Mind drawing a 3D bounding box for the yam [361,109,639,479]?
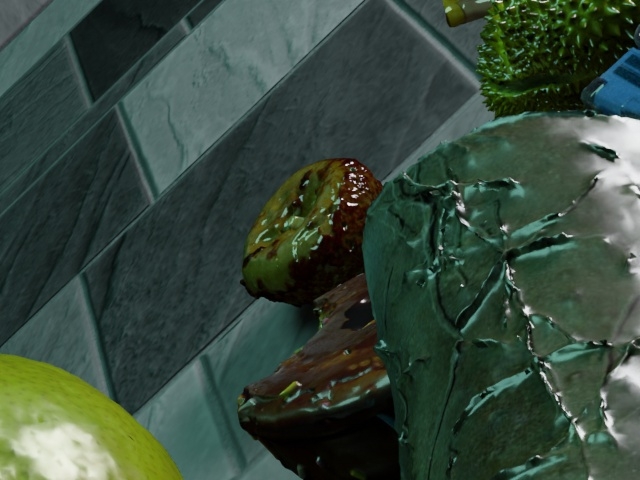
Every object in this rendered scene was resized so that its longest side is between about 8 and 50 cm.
[{"bbox_3d":[0.147,0.102,0.971,0.241,0.241,0.348,-36,30,21],"label":"yam"}]

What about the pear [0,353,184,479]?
[{"bbox_3d":[-0.239,0.269,1.201,0.391,0.391,0.391,-36,25,20],"label":"pear"}]

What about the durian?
[{"bbox_3d":[0.203,-0.153,1.371,0.198,0.159,0.146,-41,29,10],"label":"durian"}]

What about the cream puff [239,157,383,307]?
[{"bbox_3d":[0.000,0.000,1.555,0.149,0.084,0.149,-41,22,21],"label":"cream puff"}]

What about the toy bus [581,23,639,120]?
[{"bbox_3d":[0.303,-0.126,1.221,0.234,0.116,0.133,-43,27,0],"label":"toy bus"}]

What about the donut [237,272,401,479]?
[{"bbox_3d":[0.063,0.084,1.269,0.216,0.096,0.230,-22,16,22],"label":"donut"}]

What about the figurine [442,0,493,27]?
[{"bbox_3d":[0.213,-0.231,1.480,0.240,0.175,0.116,-10,24,19],"label":"figurine"}]
